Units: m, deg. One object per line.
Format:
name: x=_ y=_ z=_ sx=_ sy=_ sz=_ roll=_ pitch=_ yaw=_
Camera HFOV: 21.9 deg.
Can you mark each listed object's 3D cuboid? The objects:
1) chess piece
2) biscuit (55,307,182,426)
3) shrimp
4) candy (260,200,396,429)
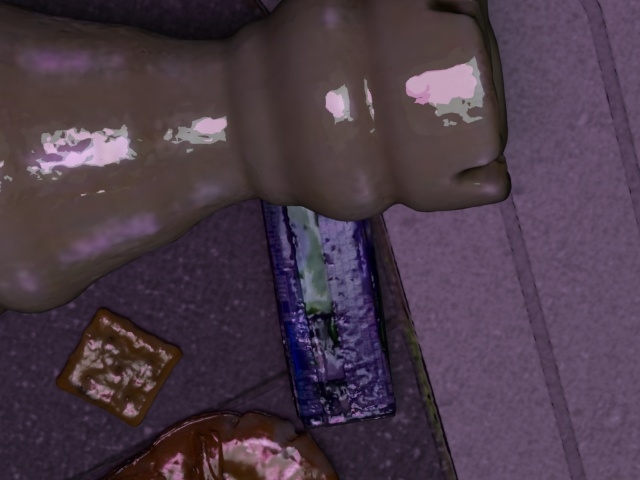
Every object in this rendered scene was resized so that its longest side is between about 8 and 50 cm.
chess piece: x=-0.089 y=-0.086 z=1.201 sx=0.442 sy=0.234 sz=0.234 roll=-10 pitch=106 yaw=9
biscuit: x=-0.169 y=0.108 z=1.392 sx=0.083 sy=0.018 sz=0.081 roll=31 pitch=100 yaw=-13
shrimp: x=-0.129 y=0.231 z=1.413 sx=0.294 sy=0.062 sz=0.154 roll=-10 pitch=94 yaw=-4
candy: x=0.000 y=0.000 z=1.353 sx=0.088 sy=0.061 sz=0.312 roll=-8 pitch=105 yaw=2
